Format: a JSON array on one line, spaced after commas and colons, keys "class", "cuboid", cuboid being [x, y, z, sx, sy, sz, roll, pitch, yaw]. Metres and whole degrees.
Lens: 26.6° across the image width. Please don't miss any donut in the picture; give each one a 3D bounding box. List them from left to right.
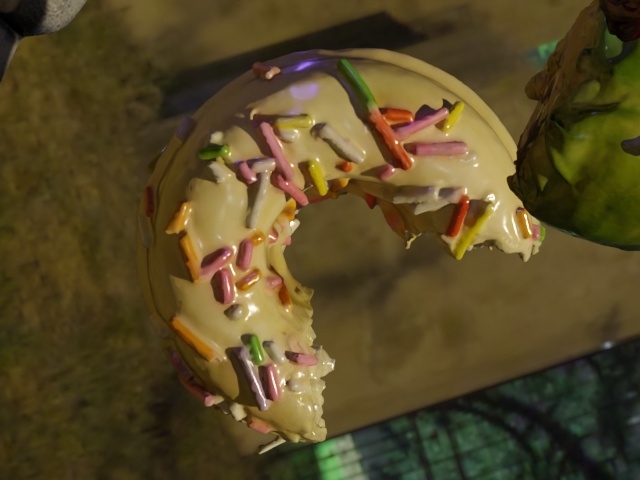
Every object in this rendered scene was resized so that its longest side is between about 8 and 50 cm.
[{"class": "donut", "cuboid": [0.002, -0.010, 1.204, 0.307, 0.371, 0.150, 49, 3, -9]}]

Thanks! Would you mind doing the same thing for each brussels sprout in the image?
[{"class": "brussels sprout", "cuboid": [0.174, -0.062, 0.718, 0.149, 0.122, 0.151, -62, -176, 13]}]

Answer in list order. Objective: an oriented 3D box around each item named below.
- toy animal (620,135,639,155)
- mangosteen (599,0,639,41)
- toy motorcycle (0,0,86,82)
[{"class": "toy animal", "cuboid": [0.111, -0.005, 0.321, 0.075, 0.041, 0.217, 56, 6, 1]}, {"class": "mangosteen", "cuboid": [0.204, -0.183, 0.587, 0.215, 0.257, 0.215, 46, -14, 16]}, {"class": "toy motorcycle", "cuboid": [-0.236, -0.210, 1.039, 0.173, 0.307, 0.108, 34, -8, 36]}]
